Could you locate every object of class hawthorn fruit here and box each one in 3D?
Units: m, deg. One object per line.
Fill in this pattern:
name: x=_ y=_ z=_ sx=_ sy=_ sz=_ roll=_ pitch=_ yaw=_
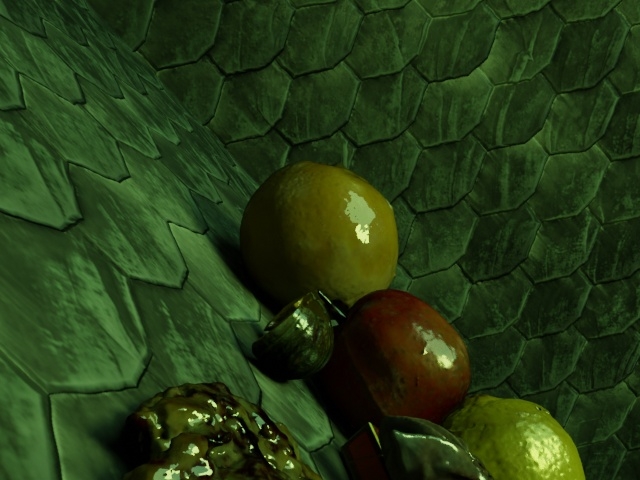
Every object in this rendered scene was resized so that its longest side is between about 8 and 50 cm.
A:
hawthorn fruit: x=0.100 y=0.195 z=1.223 sx=0.300 sy=0.254 sz=0.254 roll=44 pitch=6 yaw=0

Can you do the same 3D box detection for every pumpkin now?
pumpkin: x=-0.033 y=0.156 z=1.106 sx=0.107 sy=0.119 sz=0.183 roll=46 pitch=12 yaw=-2

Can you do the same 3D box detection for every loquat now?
loquat: x=0.000 y=0.000 z=1.410 sx=0.328 sy=0.328 sz=0.328 roll=47 pitch=6 yaw=-7

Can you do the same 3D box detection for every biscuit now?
biscuit: x=-0.053 y=0.241 z=0.644 sx=0.289 sy=0.081 sz=0.334 roll=50 pitch=5 yaw=13

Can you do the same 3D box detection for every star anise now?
star anise: x=0.182 y=0.341 z=0.895 sx=0.315 sy=0.108 sz=0.315 roll=46 pitch=11 yaw=-12

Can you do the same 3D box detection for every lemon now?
lemon: x=0.301 y=0.400 z=1.183 sx=0.293 sy=0.293 sz=0.293 roll=47 pitch=6 yaw=-7

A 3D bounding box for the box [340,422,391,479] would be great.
box: x=0.129 y=0.386 z=1.002 sx=0.153 sy=0.074 sz=0.240 roll=38 pitch=10 yaw=-30
